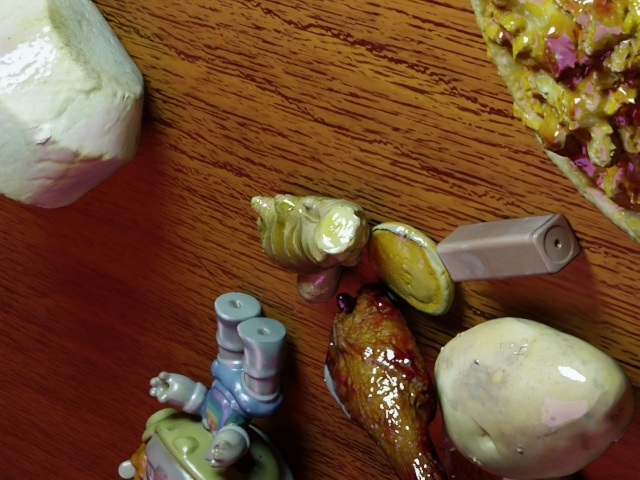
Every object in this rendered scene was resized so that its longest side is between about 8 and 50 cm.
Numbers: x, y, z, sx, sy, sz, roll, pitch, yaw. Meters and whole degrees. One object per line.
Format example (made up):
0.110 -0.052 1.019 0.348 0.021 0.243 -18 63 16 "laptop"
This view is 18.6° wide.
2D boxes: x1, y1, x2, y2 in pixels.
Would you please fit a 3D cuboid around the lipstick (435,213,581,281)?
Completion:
0.167 0.008 1.749 0.145 0.045 0.045 -7 118 58 "lipstick"

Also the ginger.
-0.009 -0.008 1.953 0.205 0.081 0.115 127 125 -66 "ginger"

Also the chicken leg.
0.065 0.157 1.846 0.407 0.095 0.158 -113 3 -58 "chicken leg"

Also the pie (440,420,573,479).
0.179 0.244 1.973 0.163 0.079 0.193 46 153 23 "pie"

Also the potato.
0.191 0.152 1.794 0.234 0.128 0.161 16 140 44 "potato"

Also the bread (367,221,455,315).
0.089 0.028 1.905 0.110 0.024 0.110 37 149 27 "bread"

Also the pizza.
0.212 -0.141 1.478 0.226 0.086 0.336 5 125 55 "pizza"

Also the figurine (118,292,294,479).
-0.096 0.243 2.280 0.224 0.205 0.382 53 137 24 "figurine"

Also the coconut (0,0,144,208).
-0.320 -0.148 2.092 0.259 0.259 0.259 36 148 27 "coconut"
